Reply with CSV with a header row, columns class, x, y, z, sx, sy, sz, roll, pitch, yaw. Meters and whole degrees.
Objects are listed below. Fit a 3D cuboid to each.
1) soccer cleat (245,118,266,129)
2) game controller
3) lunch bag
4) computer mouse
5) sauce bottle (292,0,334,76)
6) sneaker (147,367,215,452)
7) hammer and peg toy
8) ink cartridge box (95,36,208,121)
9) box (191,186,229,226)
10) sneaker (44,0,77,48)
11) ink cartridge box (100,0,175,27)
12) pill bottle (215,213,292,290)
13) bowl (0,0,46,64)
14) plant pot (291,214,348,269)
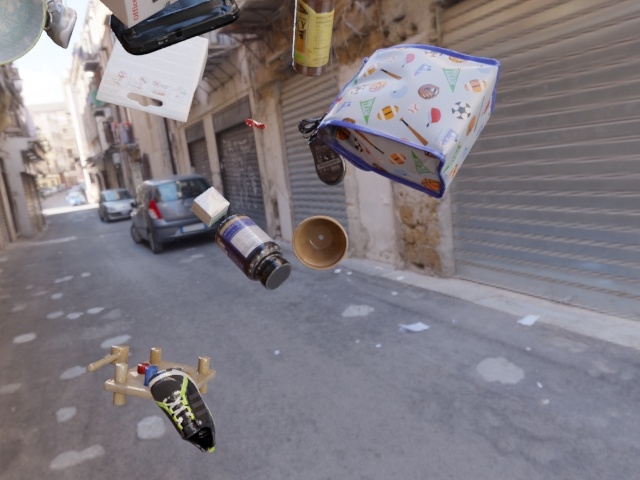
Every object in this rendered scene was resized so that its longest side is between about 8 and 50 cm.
class,x,y,z,sx,sy,sz,roll,pitch,yaw
soccer cleat,-0.250,-0.447,1.766,0.083,0.029,0.035,15,3,-1
game controller,-0.373,-0.579,1.177,0.319,0.067,0.166,-29,60,-18
lunch bag,0.226,-0.341,1.231,0.385,0.328,0.239,25,-19,23
computer mouse,0.033,-0.349,1.769,0.188,0.272,0.072,-11,7,15
sauce bottle,-0.016,-0.634,1.259,0.111,0.344,0.111,4,46,-4
sneaker,-0.285,0.374,0.992,0.084,0.235,0.097,-34,32,-12
hammer and peg toy,-0.554,0.439,1.458,0.361,0.127,0.266,6,3,12
ink cartridge box,-0.597,-0.605,1.658,0.308,0.385,0.091,12,-22,-13
box,-0.429,-0.131,1.778,0.101,0.102,0.087,-45,-4,-34
sneaker,-0.726,-0.593,1.188,0.115,0.105,0.281,2,38,-52
ink cartridge box,-0.333,-0.538,0.894,0.203,0.086,0.148,-46,-1,-23
pill bottle,-0.183,0.034,1.262,0.219,0.123,0.122,42,37,26
bowl,-0.775,-0.542,1.009,0.289,0.290,0.156,-12,29,-26
plant pot,0.000,0.000,1.965,0.237,0.237,0.110,-6,15,5
